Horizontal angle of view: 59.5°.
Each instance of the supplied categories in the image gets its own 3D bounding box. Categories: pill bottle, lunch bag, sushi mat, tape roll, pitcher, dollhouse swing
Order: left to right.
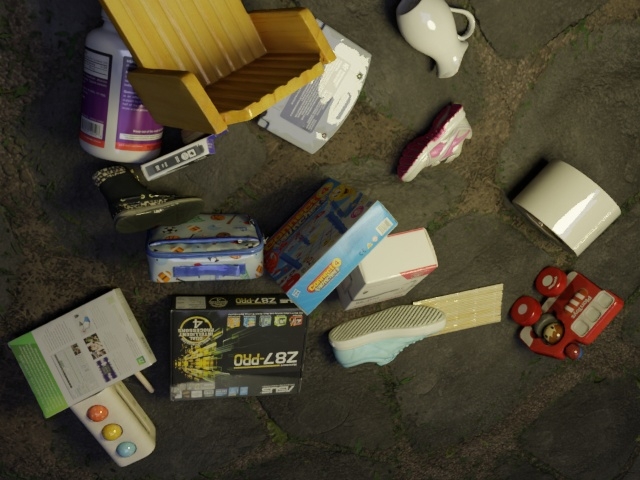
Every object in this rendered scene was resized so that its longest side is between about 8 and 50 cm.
[{"bbox_3d":[-0.435,-0.348,1.255,0.182,0.181,0.322,7,112,-17],"label":"pill bottle"},{"bbox_3d":[-0.285,0.018,1.425,0.304,0.243,0.114,-3,115,-11],"label":"lunch bag"},{"bbox_3d":[-0.210,-0.438,1.118,0.347,0.315,0.304,-40,129,-30],"label":"dollhouse swing"},{"bbox_3d":[0.293,-0.538,1.392,0.207,0.126,0.177,37,81,-36],"label":"pitcher"},{"bbox_3d":[0.449,0.234,1.831,0.317,0.019,0.151,-11,115,-9],"label":"sushi mat"},{"bbox_3d":[0.703,-0.095,1.615,0.246,0.246,0.169,37,100,-25],"label":"tape roll"}]

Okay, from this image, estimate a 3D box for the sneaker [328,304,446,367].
[{"bbox_3d":[0.215,0.307,1.750,0.366,0.135,0.150,-12,118,5],"label":"sneaker"}]

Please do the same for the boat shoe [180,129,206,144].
[{"bbox_3d":[-0.240,-0.346,1.356,0.285,0.104,0.089,-44,108,-5],"label":"boat shoe"}]

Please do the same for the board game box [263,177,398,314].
[{"bbox_3d":[0.000,0.000,1.427,0.308,0.302,0.086,-45,117,-4],"label":"board game box"}]

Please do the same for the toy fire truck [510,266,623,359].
[{"bbox_3d":[0.777,0.246,1.783,0.169,0.254,0.302,29,104,-23],"label":"toy fire truck"}]

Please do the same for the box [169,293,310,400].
[{"bbox_3d":[-0.243,0.312,1.654,0.395,0.097,0.318,1,117,-15],"label":"box"}]

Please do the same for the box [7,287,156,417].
[{"bbox_3d":[-0.644,0.302,1.521,0.322,0.058,0.232,-26,89,-2],"label":"box"}]

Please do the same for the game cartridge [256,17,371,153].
[{"bbox_3d":[-0.008,-0.378,1.419,0.196,0.060,0.294,27,106,-20],"label":"game cartridge"}]

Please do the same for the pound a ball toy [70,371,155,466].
[{"bbox_3d":[-0.579,0.494,1.633,0.208,0.135,0.319,-24,118,-2],"label":"pound a ball toy"}]

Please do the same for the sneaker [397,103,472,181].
[{"bbox_3d":[0.320,-0.246,1.530,0.252,0.103,0.111,-45,115,9],"label":"sneaker"}]

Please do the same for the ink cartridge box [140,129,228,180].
[{"bbox_3d":[-0.308,-0.206,1.336,0.208,0.206,0.045,-25,102,-2],"label":"ink cartridge box"}]

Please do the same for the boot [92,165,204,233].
[{"bbox_3d":[-0.425,-0.116,1.386,0.237,0.178,0.085,-16,147,-40],"label":"boot"}]

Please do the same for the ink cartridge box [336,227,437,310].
[{"bbox_3d":[0.168,0.084,1.537,0.208,0.117,0.283,-13,161,-14],"label":"ink cartridge box"}]
